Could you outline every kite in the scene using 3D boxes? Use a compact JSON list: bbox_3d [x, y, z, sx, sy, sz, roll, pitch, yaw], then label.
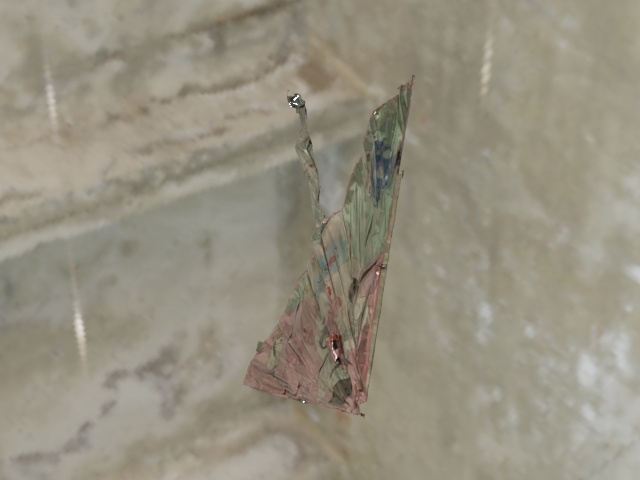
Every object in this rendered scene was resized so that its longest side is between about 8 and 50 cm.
[{"bbox_3d":[0.000,0.000,0.496,0.011,0.156,0.139,15,-51,-22],"label":"kite"}]
